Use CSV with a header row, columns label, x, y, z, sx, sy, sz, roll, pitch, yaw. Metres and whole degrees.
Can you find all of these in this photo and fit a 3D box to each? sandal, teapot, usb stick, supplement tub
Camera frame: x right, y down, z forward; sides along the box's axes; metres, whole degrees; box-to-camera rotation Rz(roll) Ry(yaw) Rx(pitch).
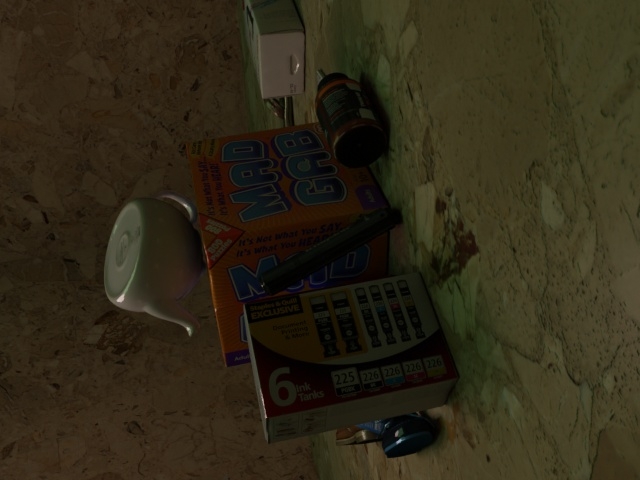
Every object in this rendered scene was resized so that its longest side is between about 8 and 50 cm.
label,x,y,z,sx,sy,sz,roll,pitch,yaw
sandal,-0.142,-0.444,2.255,0.120,0.086,0.303,-122,24,-66
teapot,-0.330,0.034,1.437,0.252,0.187,0.256,27,102,55
usb stick,0.013,0.019,1.242,0.045,0.277,0.077,61,177,-5
supplement tub,0.049,-0.233,1.276,0.106,0.105,0.198,90,166,-47

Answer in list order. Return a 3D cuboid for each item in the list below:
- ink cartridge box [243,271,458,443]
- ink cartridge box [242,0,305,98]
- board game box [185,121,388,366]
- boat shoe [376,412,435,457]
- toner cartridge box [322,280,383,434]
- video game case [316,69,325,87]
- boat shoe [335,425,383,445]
label,x,y,z,sx,sy,sz,roll,pitch,yaw
ink cartridge box,0.033,0.165,1.158,0.130,0.309,0.272,94,163,-55
ink cartridge box,-0.139,-0.592,1.956,0.226,0.131,0.306,92,166,-50
board game box,-0.076,-0.002,1.493,0.356,0.356,0.357,-111,15,-49
boat shoe,0.148,0.364,1.317,0.258,0.108,0.089,107,156,-65
toner cartridge box,0.078,0.249,1.407,0.075,0.165,0.348,-55,-28,-44
video game case,0.008,-0.350,1.688,0.087,0.011,0.122,-113,16,-55
boat shoe,0.106,0.448,1.691,0.307,0.110,0.105,127,137,-64
